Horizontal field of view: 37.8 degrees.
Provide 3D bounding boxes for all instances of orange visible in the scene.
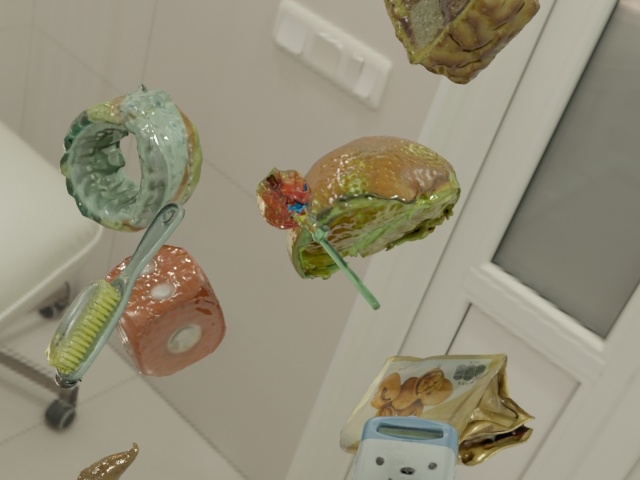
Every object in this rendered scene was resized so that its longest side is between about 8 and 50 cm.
[{"bbox_3d":[0.073,-0.058,1.577,0.335,0.262,0.196,-25,63,-42],"label":"orange"}]

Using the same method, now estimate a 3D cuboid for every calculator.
[{"bbox_3d":[0.097,0.272,1.092,0.121,0.039,0.210,6,29,10],"label":"calculator"}]

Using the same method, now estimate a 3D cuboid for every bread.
[{"bbox_3d":[0.170,-0.306,1.155,0.096,0.181,0.222,16,43,-28],"label":"bread"}]

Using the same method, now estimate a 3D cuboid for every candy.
[{"bbox_3d":[0.000,0.000,0.885,0.060,0.060,0.201,-8,40,-33],"label":"candy"}]

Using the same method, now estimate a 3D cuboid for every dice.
[{"bbox_3d":[-0.286,0.123,1.692,0.175,0.174,0.179,-26,49,-17],"label":"dice"}]

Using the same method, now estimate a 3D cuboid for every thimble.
[{"bbox_3d":[-0.375,-0.162,1.861,0.254,0.288,0.167,33,32,13],"label":"thimble"}]

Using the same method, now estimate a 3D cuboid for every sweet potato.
[{"bbox_3d":[-0.276,0.310,1.066,0.060,0.206,0.068,40,4,34],"label":"sweet potato"}]

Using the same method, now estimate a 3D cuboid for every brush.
[{"bbox_3d":[-0.286,0.060,1.266,0.068,0.060,0.297,16,69,45],"label":"brush"}]

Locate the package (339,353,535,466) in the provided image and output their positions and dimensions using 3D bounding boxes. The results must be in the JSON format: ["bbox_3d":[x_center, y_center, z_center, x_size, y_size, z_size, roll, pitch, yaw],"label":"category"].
[{"bbox_3d":[0.219,0.335,1.679,0.165,0.311,0.221,49,56,-20],"label":"package"}]
